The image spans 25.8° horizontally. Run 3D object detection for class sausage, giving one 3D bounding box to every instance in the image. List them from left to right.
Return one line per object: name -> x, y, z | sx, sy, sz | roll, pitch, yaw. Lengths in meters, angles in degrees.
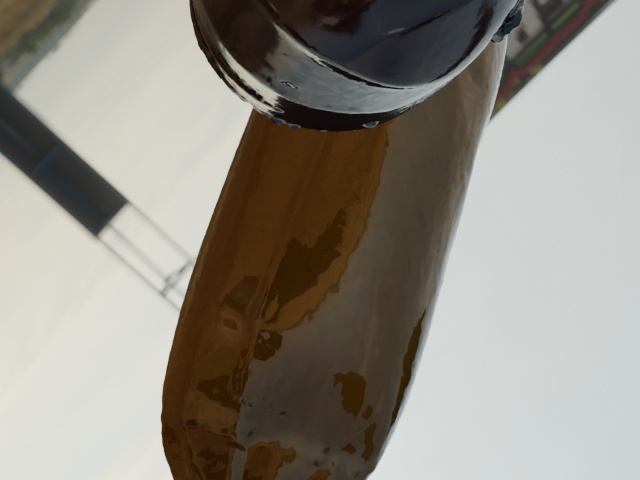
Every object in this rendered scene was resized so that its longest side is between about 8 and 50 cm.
sausage -> 0.004, 0.004, 0.607 | 0.112, 0.112, 0.328 | -27, -142, 54

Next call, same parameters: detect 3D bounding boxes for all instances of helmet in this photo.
helmet -> 0.017, -0.090, 0.407 | 0.123, 0.098, 0.070 | -46, -178, -4
